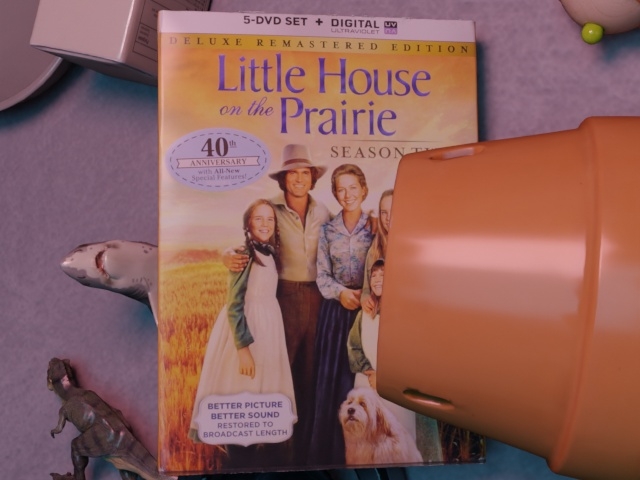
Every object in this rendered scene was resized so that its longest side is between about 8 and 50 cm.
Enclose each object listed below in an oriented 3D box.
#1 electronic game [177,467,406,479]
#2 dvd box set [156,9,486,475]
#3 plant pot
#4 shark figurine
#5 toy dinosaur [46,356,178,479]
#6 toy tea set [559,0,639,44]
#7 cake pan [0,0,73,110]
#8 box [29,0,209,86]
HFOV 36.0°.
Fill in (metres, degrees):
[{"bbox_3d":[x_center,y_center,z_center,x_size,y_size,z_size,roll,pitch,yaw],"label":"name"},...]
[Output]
[{"bbox_3d":[-0.026,0.255,0.949,0.229,0.048,0.229,2,77,-9],"label":"electronic game"},{"bbox_3d":[0.000,0.000,0.923,0.307,0.062,0.421,1,86,-9],"label":"dvd box set"},{"bbox_3d":[0.155,0.040,0.791,0.203,0.291,0.291,5,88,7],"label":"plant pot"},{"bbox_3d":[-0.144,0.095,1.039,0.116,0.166,0.278,-21,107,49],"label":"shark figurine"},{"bbox_3d":[-0.226,0.229,1.053,0.268,0.064,0.118,30,109,26],"label":"toy dinosaur"},{"bbox_3d":[0.168,-0.276,0.877,0.336,0.200,0.124,20,85,20],"label":"toy tea set"},{"bbox_3d":[-0.384,-0.287,1.158,0.293,0.054,0.293,-1,86,20],"label":"cake pan"},{"bbox_3d":[-0.185,-0.329,1.040,0.121,0.148,0.311,15,90,21],"label":"box"}]
